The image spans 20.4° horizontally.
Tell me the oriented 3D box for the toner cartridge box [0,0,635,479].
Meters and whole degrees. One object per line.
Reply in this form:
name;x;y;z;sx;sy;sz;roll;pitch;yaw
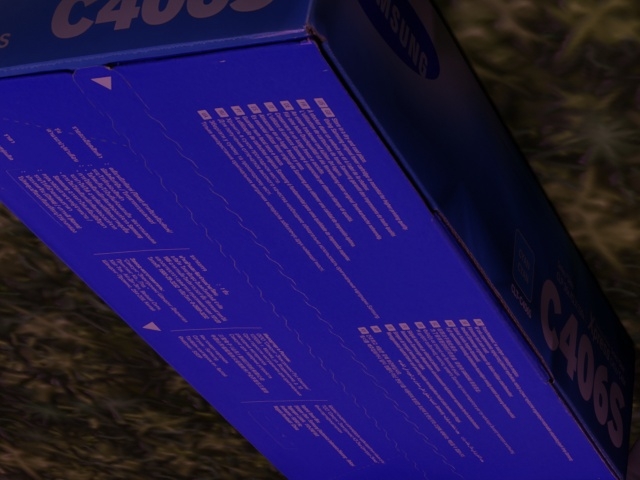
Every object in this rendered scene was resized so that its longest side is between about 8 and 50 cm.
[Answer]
toner cartridge box;0.000;0.000;0.713;0.165;0.075;0.348;-5;147;24

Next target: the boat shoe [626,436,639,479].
boat shoe;0.252;0.060;0.721;0.118;0.103;0.320;57;144;9
